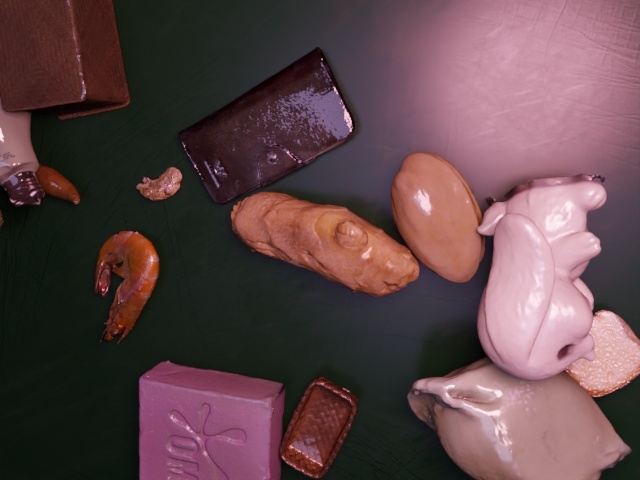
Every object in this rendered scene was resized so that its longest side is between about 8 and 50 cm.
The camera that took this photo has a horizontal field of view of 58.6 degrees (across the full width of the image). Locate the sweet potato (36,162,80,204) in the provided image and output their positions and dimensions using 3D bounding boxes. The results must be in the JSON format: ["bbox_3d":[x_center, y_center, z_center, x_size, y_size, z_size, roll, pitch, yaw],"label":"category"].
[{"bbox_3d":[-0.602,-0.136,1.172,0.273,0.067,0.067,24,105,11],"label":"sweet potato"}]

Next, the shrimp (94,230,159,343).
[{"bbox_3d":[-0.407,0.097,1.166,0.150,0.068,0.249,24,101,23],"label":"shrimp"}]

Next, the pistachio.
[{"bbox_3d":[0.193,-0.038,0.941,0.135,0.136,0.226,-27,95,18],"label":"pistachio"}]

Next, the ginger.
[{"bbox_3d":[0.000,0.000,0.993,0.353,0.190,0.126,17,76,20],"label":"ginger"}]

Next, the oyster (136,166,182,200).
[{"bbox_3d":[-0.318,-0.114,1.111,0.080,0.038,0.083,33,108,9],"label":"oyster"}]

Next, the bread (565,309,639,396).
[{"bbox_3d":[0.467,0.185,0.956,0.129,0.044,0.126,-37,82,21],"label":"bread"}]

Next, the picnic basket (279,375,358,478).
[{"bbox_3d":[-0.002,0.359,1.106,0.110,0.055,0.194,27,106,10],"label":"picnic basket"}]

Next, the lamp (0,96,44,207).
[{"bbox_3d":[-0.643,-0.210,1.090,0.181,0.182,0.314,-12,85,17],"label":"lamp"}]

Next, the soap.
[{"bbox_3d":[-0.217,0.412,1.151,0.285,0.107,0.297,4,102,12],"label":"soap"}]

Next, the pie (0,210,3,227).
[{"bbox_3d":[-0.740,-0.144,1.115,0.323,0.070,0.323,32,148,23],"label":"pie"}]

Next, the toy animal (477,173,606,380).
[{"bbox_3d":[0.313,0.047,0.836,0.174,0.289,0.249,4,137,21],"label":"toy animal"}]

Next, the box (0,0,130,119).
[{"bbox_3d":[-0.488,-0.373,1.055,0.184,0.143,0.274,-5,98,16],"label":"box"}]

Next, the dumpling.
[{"bbox_3d":[0.307,0.318,0.937,0.270,0.211,0.321,-46,76,21],"label":"dumpling"}]

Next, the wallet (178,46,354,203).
[{"bbox_3d":[-0.101,-0.194,1.035,0.317,0.045,0.173,-25,92,19],"label":"wallet"}]
